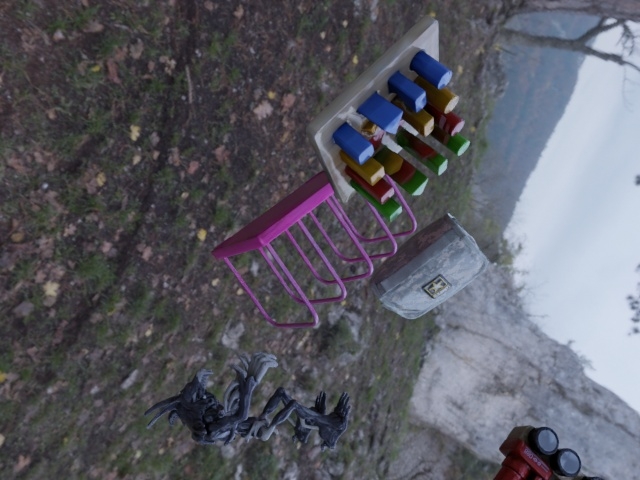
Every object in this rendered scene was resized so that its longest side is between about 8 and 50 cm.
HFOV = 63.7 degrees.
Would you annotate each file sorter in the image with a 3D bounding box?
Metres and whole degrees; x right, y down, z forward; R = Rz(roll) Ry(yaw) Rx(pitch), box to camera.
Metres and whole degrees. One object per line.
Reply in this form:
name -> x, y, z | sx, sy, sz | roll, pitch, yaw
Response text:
file sorter -> 0.000, 0.000, 0.921 | 0.291, 0.182, 0.202 | -39, -167, -30

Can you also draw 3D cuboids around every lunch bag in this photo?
lunch bag -> 0.251, 0.060, 1.194 | 0.235, 0.168, 0.287 | -38, 167, 15

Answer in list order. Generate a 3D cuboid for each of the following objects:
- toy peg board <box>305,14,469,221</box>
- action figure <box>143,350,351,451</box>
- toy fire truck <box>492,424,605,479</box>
toy peg board -> 0.085, -0.107, 0.532 | 0.161, 0.079, 0.160 | -44, 158, -5
action figure -> -0.105, 0.231, 0.757 | 0.164, 0.276, 0.140 | -14, -117, 64
toy fire truck -> 0.456, 0.543, 1.075 | 0.246, 0.217, 0.158 | -42, 171, -22
